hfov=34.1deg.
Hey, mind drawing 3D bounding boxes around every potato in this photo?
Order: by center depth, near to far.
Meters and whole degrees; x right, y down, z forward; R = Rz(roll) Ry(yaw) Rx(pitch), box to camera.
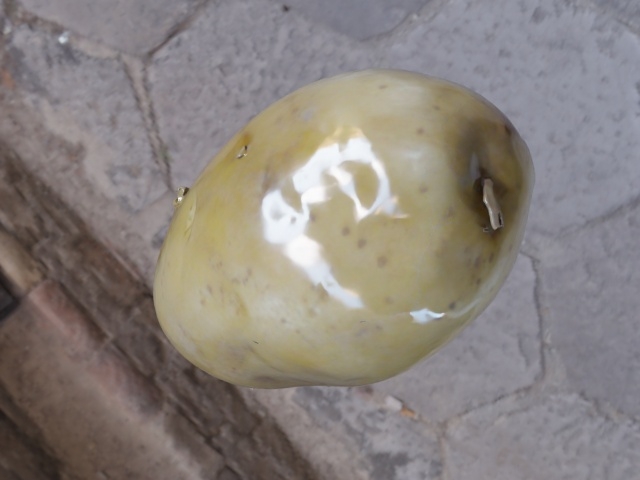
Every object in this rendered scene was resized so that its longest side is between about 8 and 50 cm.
[{"bbox_3d":[0.000,0.000,0.407,0.109,0.118,0.178,15,156,-33],"label":"potato"}]
